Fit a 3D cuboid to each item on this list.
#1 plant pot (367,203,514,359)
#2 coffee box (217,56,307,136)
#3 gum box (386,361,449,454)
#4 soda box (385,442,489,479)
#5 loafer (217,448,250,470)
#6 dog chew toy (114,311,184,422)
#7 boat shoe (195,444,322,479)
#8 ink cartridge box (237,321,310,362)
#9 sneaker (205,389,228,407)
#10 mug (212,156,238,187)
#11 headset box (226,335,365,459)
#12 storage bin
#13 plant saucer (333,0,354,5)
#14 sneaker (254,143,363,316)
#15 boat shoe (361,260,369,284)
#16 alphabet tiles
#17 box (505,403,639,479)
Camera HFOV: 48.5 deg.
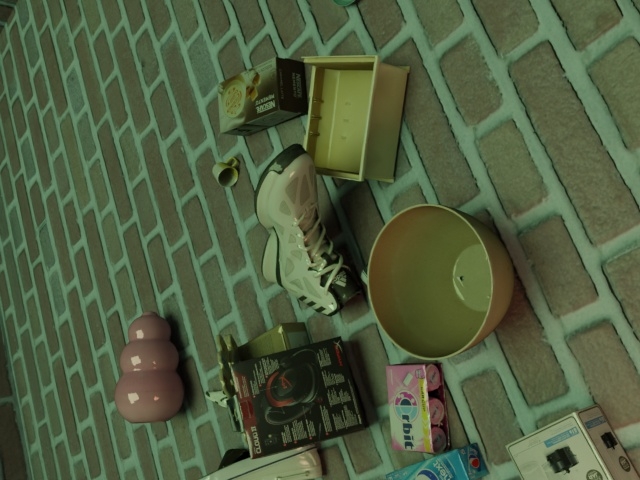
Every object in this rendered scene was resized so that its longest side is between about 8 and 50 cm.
[{"bbox_3d":[0.256,0.074,1.358,0.284,0.191,0.284,1,92,45],"label":"plant pot"},{"bbox_3d":[-0.154,-0.368,1.844,0.247,0.098,0.141,-9,84,46],"label":"coffee box"},{"bbox_3d":[0.204,0.354,1.499,0.107,0.062,0.188,-11,80,45],"label":"gum box"},{"bbox_3d":[0.236,0.482,1.464,0.210,0.071,0.067,-37,64,39],"label":"soda box"},{"bbox_3d":[-0.235,0.629,1.878,0.078,0.080,0.220,-30,23,24],"label":"loafer"},{"bbox_3d":[-0.519,0.382,2.159,0.207,0.207,0.331,-18,69,44],"label":"dog chew toy"},{"bbox_3d":[-0.164,0.615,1.748,0.367,0.136,0.156,-21,75,0],"label":"boat shoe"},{"bbox_3d":[-0.098,0.346,1.796,0.193,0.088,0.234,-31,67,40],"label":"ink cartridge box"},{"bbox_3d":[-0.287,0.445,2.032,0.109,0.040,0.043,11,82,42],"label":"sneaker"},{"bbox_3d":[-0.266,-0.193,2.000,0.064,0.078,0.062,41,151,47],"label":"mug"},{"bbox_3d":[-0.067,0.363,1.624,0.110,0.293,0.218,90,165,-75],"label":"headset box"},{"bbox_3d":[0.054,-0.276,1.614,0.260,0.123,0.262,14,101,45],"label":"storage bin"},{"bbox_3d":[0.068,-0.609,1.670,0.119,0.021,0.119,0,90,45],"label":"plant saucer"},{"bbox_3d":[0.001,0.000,1.582,0.257,0.169,0.447,35,148,24],"label":"sneaker"},{"bbox_3d":[0.161,0.093,1.545,0.183,0.065,0.083,44,122,38],"label":"boat shoe"},{"bbox_3d":[-0.202,0.377,1.798,0.284,0.021,0.278,-105,-4,-50],"label":"alphabet tiles"},{"bbox_3d":[0.466,0.450,1.218,0.169,0.087,0.290,-41,62,38],"label":"box"}]
